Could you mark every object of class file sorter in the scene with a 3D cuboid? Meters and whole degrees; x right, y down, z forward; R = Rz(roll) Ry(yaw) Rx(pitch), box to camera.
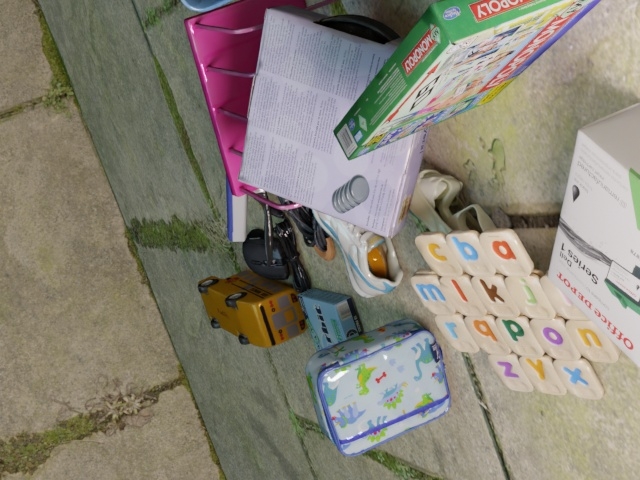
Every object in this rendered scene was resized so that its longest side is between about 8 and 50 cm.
[{"bbox_3d":[-0.045,-0.219,1.620,0.182,0.202,0.291,24,134,56],"label":"file sorter"}]

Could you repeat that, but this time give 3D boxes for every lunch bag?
[{"bbox_3d":[0.097,0.237,1.717,0.090,0.219,0.176,-144,38,-64],"label":"lunch bag"}]

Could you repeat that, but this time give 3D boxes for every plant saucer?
[{"bbox_3d":[0.000,0.000,1.988,0.083,0.013,0.083,50,152,38],"label":"plant saucer"}]

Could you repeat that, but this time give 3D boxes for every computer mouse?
[{"bbox_3d":[-0.117,0.007,2.211,0.262,0.060,0.184,28,137,58],"label":"computer mouse"}]

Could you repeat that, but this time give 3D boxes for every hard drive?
[{"bbox_3d":[-0.157,-0.178,2.018,0.319,0.040,0.210,95,175,-51],"label":"hard drive"}]

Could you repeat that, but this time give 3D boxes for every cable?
[{"bbox_3d":[-0.020,-0.068,1.833,0.184,0.047,0.150,67,154,8],"label":"cable"}]

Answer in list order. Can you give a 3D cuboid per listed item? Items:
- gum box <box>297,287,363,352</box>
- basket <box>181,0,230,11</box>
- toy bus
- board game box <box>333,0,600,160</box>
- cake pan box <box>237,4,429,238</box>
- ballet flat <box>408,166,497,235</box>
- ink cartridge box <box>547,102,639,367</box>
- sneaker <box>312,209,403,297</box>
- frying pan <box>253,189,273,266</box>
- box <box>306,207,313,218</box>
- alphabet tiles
[{"bbox_3d":[0.029,0.178,2.062,0.184,0.041,0.157,9,120,67],"label":"gum box"},{"bbox_3d":[-0.071,-0.425,1.299,0.201,0.289,0.255,-110,1,-45],"label":"basket"},{"bbox_3d":[-0.159,0.143,2.351,0.332,0.130,0.108,16,127,64],"label":"toy bus"},{"bbox_3d":[0.155,-0.193,1.142,0.046,0.213,0.317,64,159,8],"label":"board game box"},{"bbox_3d":[0.023,-0.166,1.431,0.245,0.070,0.267,19,114,19],"label":"cake pan box"},{"bbox_3d":[0.181,-0.037,1.453,0.248,0.086,0.086,54,156,25],"label":"ballet flat"},{"bbox_3d":[0.328,-0.001,1.092,0.160,0.092,0.219,50,153,38],"label":"ink cartridge box"},{"bbox_3d":[0.063,-0.018,1.738,0.229,0.087,0.092,61,152,-4],"label":"sneaker"},{"bbox_3d":[-0.105,-0.138,1.922,0.197,0.053,0.326,-94,8,-54],"label":"frying pan"},{"bbox_3d":[-0.032,-0.129,1.900,0.114,0.036,0.207,54,156,30],"label":"box"},{"bbox_3d":[0.243,0.093,1.359,0.284,0.021,0.278,-2,128,52],"label":"alphabet tiles"}]
